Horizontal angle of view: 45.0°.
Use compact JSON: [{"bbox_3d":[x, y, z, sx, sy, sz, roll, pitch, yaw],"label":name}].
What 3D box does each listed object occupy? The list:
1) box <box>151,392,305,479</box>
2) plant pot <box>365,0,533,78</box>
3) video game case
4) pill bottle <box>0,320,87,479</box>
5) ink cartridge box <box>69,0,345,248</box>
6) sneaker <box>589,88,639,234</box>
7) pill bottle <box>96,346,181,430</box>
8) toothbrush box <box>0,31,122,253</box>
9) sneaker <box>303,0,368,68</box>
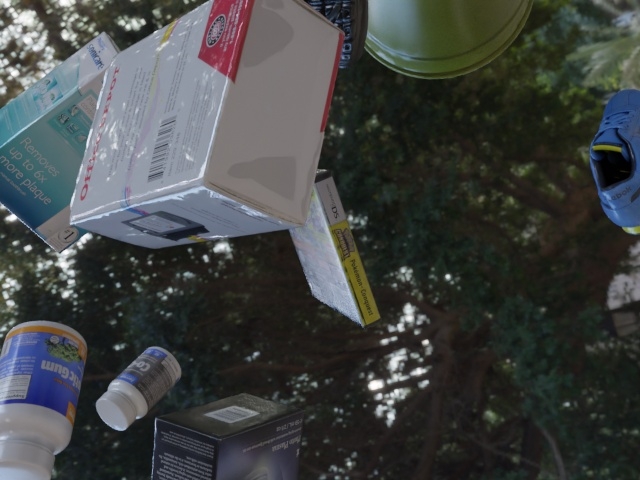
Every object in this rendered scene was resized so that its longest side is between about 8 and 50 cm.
[{"bbox_3d":[-0.189,0.500,1.602,0.296,0.182,0.294,-2,-81,-57],"label":"box"},{"bbox_3d":[0.194,-0.513,1.335,0.353,0.366,0.367,31,-136,-76],"label":"plant pot"},{"bbox_3d":[0.000,0.000,1.275,0.248,0.035,0.275,70,166,-13],"label":"video game case"},{"bbox_3d":[-0.512,0.293,1.380,0.152,0.152,0.272,46,-151,-41],"label":"pill bottle"},{"bbox_3d":[-0.134,-0.120,0.846,0.131,0.306,0.226,22,-108,-36],"label":"ink cartridge box"},{"bbox_3d":[0.327,-0.106,0.829,0.082,0.069,0.209,39,-134,-27],"label":"sneaker"},{"bbox_3d":[-0.300,0.244,1.277,0.137,0.078,0.078,-46,-65,-48],"label":"pill bottle"},{"bbox_3d":[-0.390,-0.157,1.267,0.126,0.295,0.216,51,177,47],"label":"toothbrush box"},{"bbox_3d":[0.032,-0.341,0.882,0.130,0.109,0.286,-30,-50,-37],"label":"sneaker"}]
